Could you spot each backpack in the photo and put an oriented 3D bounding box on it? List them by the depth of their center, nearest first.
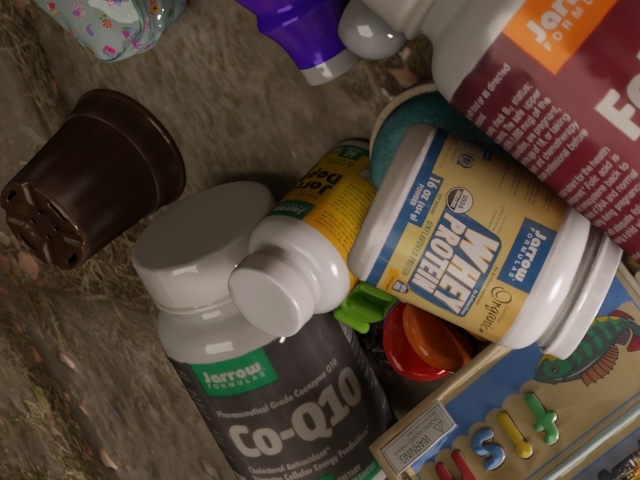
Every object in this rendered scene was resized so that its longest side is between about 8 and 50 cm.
[{"bbox_3d":[-0.226,-0.273,1.538,0.182,0.115,0.152,46,141,-9],"label":"backpack"}]

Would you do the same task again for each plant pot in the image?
[{"bbox_3d":[-0.272,-0.061,1.749,0.167,0.165,0.167,25,141,22],"label":"plant pot"}]

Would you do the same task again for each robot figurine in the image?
[{"bbox_3d":[0.047,0.047,1.617,0.067,0.115,0.101,21,102,-14],"label":"robot figurine"}]

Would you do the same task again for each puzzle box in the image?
[{"bbox_3d":[0.262,0.179,1.349,0.409,0.052,0.272,-44,68,23],"label":"puzzle box"}]

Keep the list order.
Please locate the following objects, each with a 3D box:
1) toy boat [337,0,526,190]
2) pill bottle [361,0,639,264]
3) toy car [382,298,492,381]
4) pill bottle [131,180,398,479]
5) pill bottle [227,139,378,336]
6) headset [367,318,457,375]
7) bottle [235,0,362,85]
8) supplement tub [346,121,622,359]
[{"bbox_3d":[0.119,-0.110,1.354,0.267,0.148,0.318,-1,126,43],"label":"toy boat"},{"bbox_3d":[0.229,-0.142,1.158,0.392,0.224,0.224,40,144,2],"label":"pill bottle"},{"bbox_3d":[0.122,0.078,1.515,0.159,0.182,0.136,42,101,-4],"label":"toy car"},{"bbox_3d":[-0.061,0.126,1.709,0.204,0.204,0.361,1,127,42],"label":"pill bottle"},{"bbox_3d":[0.000,0.000,1.522,0.117,0.208,0.118,25,140,23],"label":"pill bottle"},{"bbox_3d":[0.187,0.239,1.598,0.394,0.243,0.185,50,164,15],"label":"headset"},{"bbox_3d":[-0.053,-0.278,1.392,0.118,0.092,0.283,-10,119,48],"label":"bottle"},{"bbox_3d":[0.137,0.002,1.250,0.199,0.144,0.144,25,142,2],"label":"supplement tub"}]
